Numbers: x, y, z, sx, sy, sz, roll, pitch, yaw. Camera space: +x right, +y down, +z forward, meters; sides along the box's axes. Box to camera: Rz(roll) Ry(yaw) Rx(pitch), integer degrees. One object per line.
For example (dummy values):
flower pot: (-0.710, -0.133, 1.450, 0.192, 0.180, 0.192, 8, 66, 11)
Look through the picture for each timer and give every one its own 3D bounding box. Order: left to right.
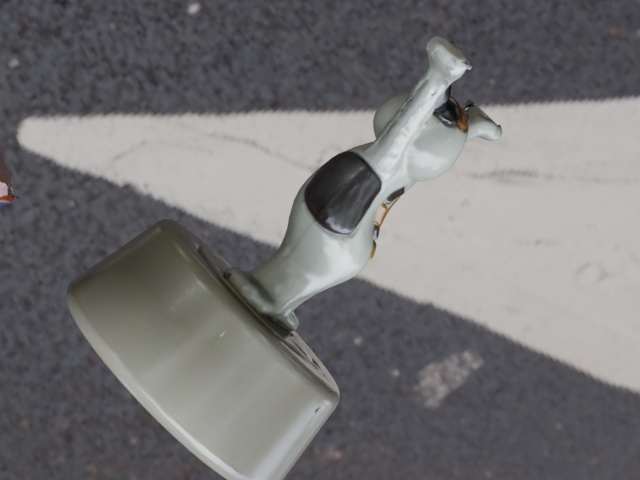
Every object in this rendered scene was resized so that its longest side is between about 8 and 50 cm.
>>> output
timer: (0.000, 0.000, 0.930, 0.266, 0.175, 0.175, -45, 141, 1)

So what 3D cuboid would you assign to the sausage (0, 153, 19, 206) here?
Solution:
sausage: (-0.337, -0.002, 1.015, 0.274, 0.074, 0.074, -25, 141, -5)
